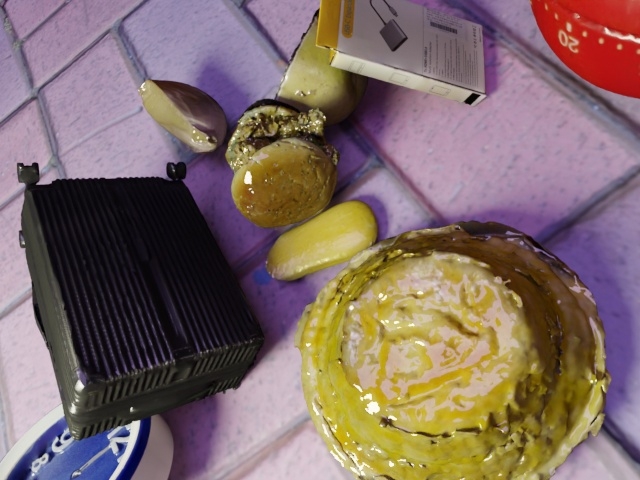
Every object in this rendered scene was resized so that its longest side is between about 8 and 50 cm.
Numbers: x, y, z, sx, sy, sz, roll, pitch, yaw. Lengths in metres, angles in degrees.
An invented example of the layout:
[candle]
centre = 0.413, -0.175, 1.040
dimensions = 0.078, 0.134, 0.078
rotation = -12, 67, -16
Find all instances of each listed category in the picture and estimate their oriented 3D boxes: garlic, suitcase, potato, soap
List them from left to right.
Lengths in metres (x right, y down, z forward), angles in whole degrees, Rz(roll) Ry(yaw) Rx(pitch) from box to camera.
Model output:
[suitcase]
centre = -0.245, 0.055, 0.621
dimensions = 0.335, 0.230, 0.152
rotation = 55, 136, 31
[garlic]
centre = -0.219, -0.208, 0.809
dimensions = 0.195, 0.101, 0.087
rotation = 44, 121, 25
[soap]
centre = 0.000, 0.000, 0.667
dimensions = 0.169, 0.033, 0.089
rotation = -21, 57, 14
[potato]
centre = 0.013, -0.245, 0.715
dimensions = 0.117, 0.182, 0.202
rotation = 25, 53, -3

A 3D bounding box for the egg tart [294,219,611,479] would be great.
[egg tart]
centre = 0.126, 0.114, 0.509
dimensions = 0.342, 0.132, 0.341
rotation = -8, 65, 18

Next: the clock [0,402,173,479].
[clock]
centre = -0.302, 0.296, 0.592
dimensions = 0.231, 0.083, 0.230
rotation = -19, 29, 11

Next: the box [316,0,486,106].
[box]
centre = 0.113, -0.274, 0.652
dimensions = 0.247, 0.033, 0.129
rotation = 11, 69, -14

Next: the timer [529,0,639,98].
[timer]
centre = 0.418, -0.344, 0.494
dimensions = 0.378, 0.279, 0.377
rotation = -10, 62, 20

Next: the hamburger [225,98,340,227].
[hamburger]
centre = -0.046, -0.103, 0.646
dimensions = 0.185, 0.159, 0.131
rotation = -53, 33, 31
